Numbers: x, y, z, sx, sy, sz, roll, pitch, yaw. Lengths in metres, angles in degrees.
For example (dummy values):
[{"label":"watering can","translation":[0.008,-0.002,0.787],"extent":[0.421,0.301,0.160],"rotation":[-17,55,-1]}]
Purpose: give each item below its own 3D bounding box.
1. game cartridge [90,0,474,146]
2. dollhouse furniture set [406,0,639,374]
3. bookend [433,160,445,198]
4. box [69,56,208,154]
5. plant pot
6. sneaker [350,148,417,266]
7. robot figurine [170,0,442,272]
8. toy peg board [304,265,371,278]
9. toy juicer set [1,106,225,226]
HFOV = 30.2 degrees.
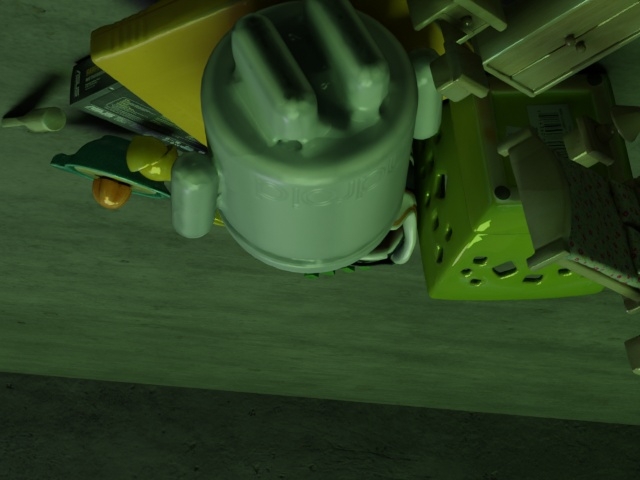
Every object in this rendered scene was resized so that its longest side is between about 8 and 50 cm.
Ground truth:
[{"label":"game cartridge","translation":[-0.028,-0.193,1.248],"extent":[0.324,0.052,0.285],"rotation":[-15,153,24]},{"label":"dollhouse furniture set","translation":[0.262,-0.084,1.096],"extent":[0.174,0.355,0.303],"rotation":[-30,147,33]},{"label":"bookend","translation":[0.104,-0.093,1.586],"extent":[0.156,0.072,0.157],"rotation":[4,161,-7]},{"label":"box","translation":[-0.151,-0.171,1.412],"extent":[0.183,0.056,0.231],"rotation":[-17,153,42]},{"label":"plant pot","translation":[0.240,-0.072,1.386],"extent":[0.227,0.228,0.207],"rotation":[-2,156,-9]},{"label":"sneaker","translation":[0.052,-0.021,1.501],"extent":[0.126,0.127,0.321],"rotation":[1,162,-1]},{"label":"robot figurine","translation":[-0.012,-0.094,1.165],"extent":[0.300,0.199,0.353],"rotation":[-22,157,-10]},{"label":"toy peg board","translation":[0.000,0.000,1.866],"extent":[0.161,0.079,0.161],"rotation":[-11,157,34]},{"label":"toy juicer set","translation":[-0.256,-0.087,1.491],"extent":[0.329,0.089,0.209],"rotation":[18,174,-9]}]
